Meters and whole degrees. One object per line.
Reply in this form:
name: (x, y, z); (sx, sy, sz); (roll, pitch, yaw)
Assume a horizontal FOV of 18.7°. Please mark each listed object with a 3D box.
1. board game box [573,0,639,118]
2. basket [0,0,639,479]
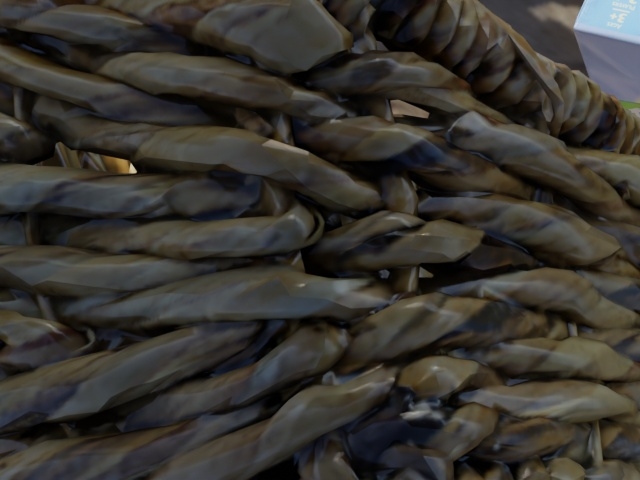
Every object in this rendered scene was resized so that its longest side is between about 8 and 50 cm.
board game box: (0.204, -0.019, 0.675); (0.211, 0.160, 0.039); (17, 67, 28)
basket: (0.000, 0.000, 0.515); (0.213, 0.299, 0.223); (-19, 68, 20)
